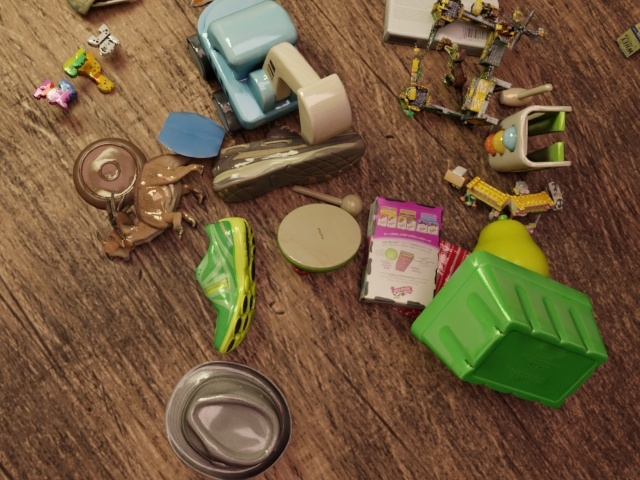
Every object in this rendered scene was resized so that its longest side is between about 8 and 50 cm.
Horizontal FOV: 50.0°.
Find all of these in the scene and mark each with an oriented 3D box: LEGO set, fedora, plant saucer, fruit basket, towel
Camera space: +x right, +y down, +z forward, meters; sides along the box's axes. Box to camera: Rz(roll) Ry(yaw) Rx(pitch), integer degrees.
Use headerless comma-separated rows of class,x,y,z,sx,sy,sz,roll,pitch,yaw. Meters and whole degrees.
LEGO set,-0.518,-0.359,1.530,0.093,0.087,0.227,38,72,-4
fedora,-0.191,0.381,1.434,0.275,0.124,0.244,30,78,-2
LEGO set,0.333,-0.407,1.562,0.255,0.192,0.331,27,95,-8
plant saucer,-0.467,-0.152,1.530,0.168,0.029,0.168,1,80,-8
fruit basket,0.396,0.135,1.486,0.392,0.392,0.283,34,114,-2
LEGO set,0.427,-0.083,1.626,0.287,0.107,0.132,8,45,-2
towel,0.255,0.089,1.591,0.274,0.031,0.199,23,78,-4

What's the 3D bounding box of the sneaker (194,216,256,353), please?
sneaker,-0.209,0.098,1.501,0.123,0.109,0.296,0,82,15

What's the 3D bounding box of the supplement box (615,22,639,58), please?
supplement box,0.812,-0.515,1.736,0.083,0.083,0.056,-27,85,-10

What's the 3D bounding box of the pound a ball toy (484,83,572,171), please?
pound a ball toy,0.451,-0.261,1.553,0.135,0.319,0.208,-1,94,0

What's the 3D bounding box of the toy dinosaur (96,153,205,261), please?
toy dinosaur,-0.364,-0.096,1.492,0.200,0.127,0.296,14,74,1

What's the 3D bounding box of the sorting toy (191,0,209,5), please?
sorting toy,-0.271,-0.601,1.628,0.075,0.045,0.083,-4,81,-28

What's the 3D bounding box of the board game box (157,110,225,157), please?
board game box,-0.288,-0.226,1.537,0.133,0.033,0.169,16,41,-8

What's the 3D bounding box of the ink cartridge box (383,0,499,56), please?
ink cartridge box,0.300,-0.591,1.691,0.275,0.060,0.239,7,79,-6

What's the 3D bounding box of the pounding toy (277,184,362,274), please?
pounding toy,0.000,0.000,1.547,0.183,0.110,0.237,8,50,4

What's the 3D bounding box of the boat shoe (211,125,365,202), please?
boat shoe,-0.077,-0.196,1.533,0.355,0.132,0.130,-15,70,-8

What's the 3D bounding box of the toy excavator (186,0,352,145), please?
toy excavator,-0.104,-0.351,1.399,0.222,0.445,0.433,-25,85,-10

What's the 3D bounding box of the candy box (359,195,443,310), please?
candy box,0.181,0.032,1.542,0.159,0.071,0.233,10,76,-6

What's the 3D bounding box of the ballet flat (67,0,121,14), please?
ballet flat,-0.426,-0.625,1.578,0.348,0.123,0.123,-32,87,-12
